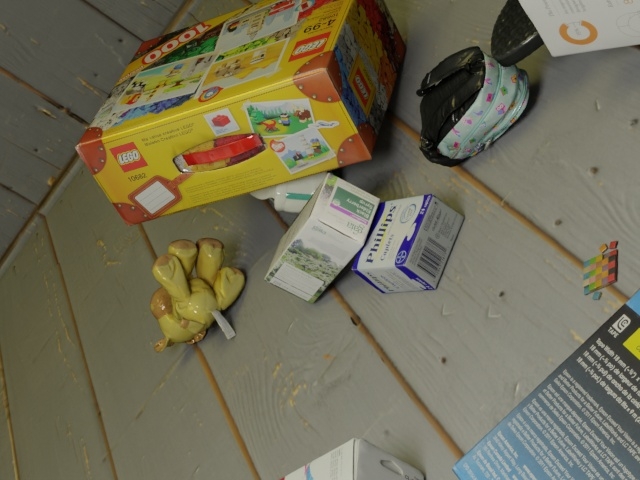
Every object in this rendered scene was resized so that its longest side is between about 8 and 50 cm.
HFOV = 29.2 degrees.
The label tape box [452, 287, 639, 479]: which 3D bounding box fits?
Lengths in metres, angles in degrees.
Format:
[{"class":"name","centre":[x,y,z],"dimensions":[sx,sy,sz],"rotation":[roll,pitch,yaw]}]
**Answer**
[{"class":"label tape box","centre":[0.323,0.207,1.259],"dimensions":[0.334,0.106,0.240],"rotation":[-44,28,5]}]

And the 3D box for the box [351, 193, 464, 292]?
[{"class":"box","centre":[0.130,0.006,1.850],"dimensions":[0.137,0.072,0.126],"rotation":[-9,52,56]}]

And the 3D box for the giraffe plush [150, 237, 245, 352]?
[{"class":"giraffe plush","centre":[-0.247,0.119,2.292],"dimensions":[0.170,0.181,0.210],"rotation":[-40,64,48]}]

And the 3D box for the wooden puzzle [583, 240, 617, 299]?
[{"class":"wooden puzzle","centre":[0.347,0.038,1.527],"dimensions":[0.049,0.006,0.083],"rotation":[-30,37,41]}]

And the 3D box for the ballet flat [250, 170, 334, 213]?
[{"class":"ballet flat","centre":[-0.100,-0.136,2.292],"dimensions":[0.139,0.139,0.400],"rotation":[-55,28,2]}]

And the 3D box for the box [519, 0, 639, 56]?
[{"class":"box","centre":[0.422,-0.378,1.529],"dimensions":[0.345,0.215,0.168],"rotation":[-4,55,34]}]

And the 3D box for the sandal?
[{"class":"sandal","centre":[0.405,-0.406,1.844],"dimensions":[0.168,0.107,0.445],"rotation":[-11,38,56]}]

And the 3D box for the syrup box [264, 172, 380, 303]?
[{"class":"syrup box","centre":[0.000,0.000,1.962],"dimensions":[0.237,0.093,0.096],"rotation":[-52,13,55]}]

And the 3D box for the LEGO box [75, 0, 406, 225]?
[{"class":"LEGO box","centre":[-0.131,-0.259,2.206],"dimensions":[0.500,0.193,0.372],"rotation":[-14,34,25]}]

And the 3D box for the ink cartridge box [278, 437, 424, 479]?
[{"class":"ink cartridge box","centre":[0.030,0.338,1.583],"dimensions":[0.175,0.127,0.072],"rotation":[-36,34,35]}]

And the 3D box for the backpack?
[{"class":"backpack","centre":[0.230,-0.211,1.868],"dimensions":[0.182,0.115,0.151],"rotation":[-46,41,48]}]
